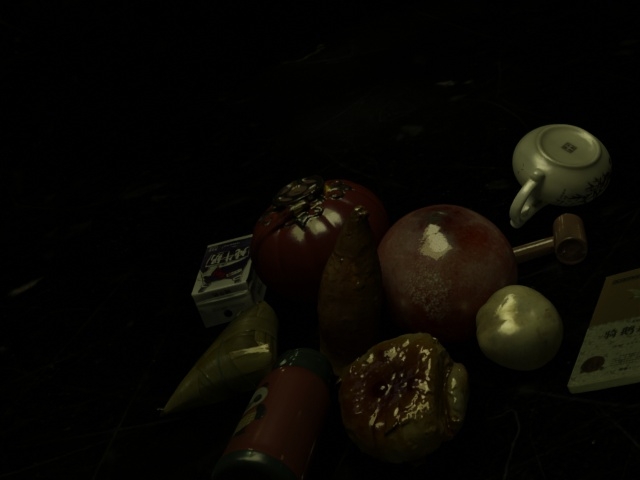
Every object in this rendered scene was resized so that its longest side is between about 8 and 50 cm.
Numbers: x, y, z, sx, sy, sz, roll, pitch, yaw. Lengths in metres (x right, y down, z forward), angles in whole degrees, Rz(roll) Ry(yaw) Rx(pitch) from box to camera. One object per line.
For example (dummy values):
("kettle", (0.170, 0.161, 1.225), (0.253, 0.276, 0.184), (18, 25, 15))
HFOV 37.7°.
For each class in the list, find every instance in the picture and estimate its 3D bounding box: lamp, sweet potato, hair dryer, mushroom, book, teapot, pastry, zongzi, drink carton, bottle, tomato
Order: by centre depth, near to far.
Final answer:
("pastry", (0.127, 0.251, 1.511), (0.229, 0.100, 0.218), (2, 54, 41))
("book", (0.539, 0.129, 1.537), (0.217, 0.021, 0.310), (-20, 22, 39))
("bottle", (-0.062, 0.310, 1.560), (0.144, 0.144, 0.336), (-10, 25, 21))
("mushroom", (0.335, 0.154, 1.596), (0.154, 0.122, 0.154), (4, 58, -7))
("sweet potato", (0.051, 0.097, 1.661), (0.131, 0.337, 0.131), (-1, 29, 1))
("tomato", (0.225, 0.052, 1.734), (0.270, 0.227, 0.270), (-10, 33, 7))
("zongzi", (-0.194, 0.239, 1.841), (0.256, 0.115, 0.228), (-28, 21, 10))
("hair dryer", (0.436, 0.011, 1.859), (0.181, 0.064, 0.117), (-18, 25, 18))
("lamp", (0.000, 0.000, 1.970), (0.303, 0.257, 0.303), (-19, 25, 9))
("teapot", (0.505, -0.147, 2.022), (0.299, 0.166, 0.208), (-39, 71, -20))
("drink carton", (-0.198, 0.090, 2.126), (0.134, 0.102, 0.222), (-12, 29, 12))
